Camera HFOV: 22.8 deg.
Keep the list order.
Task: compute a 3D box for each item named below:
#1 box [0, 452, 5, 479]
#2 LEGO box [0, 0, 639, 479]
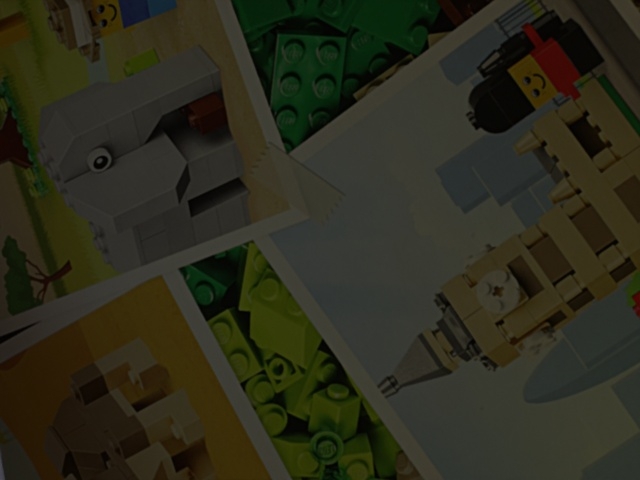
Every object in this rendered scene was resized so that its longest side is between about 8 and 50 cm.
[{"bbox_3d":[-0.174,0.043,0.407,0.181,0.119,0.182,57,14,-59],"label":"box"},{"bbox_3d":[0.000,0.000,0.599,0.500,0.372,0.193,62,7,5],"label":"LEGO box"}]
